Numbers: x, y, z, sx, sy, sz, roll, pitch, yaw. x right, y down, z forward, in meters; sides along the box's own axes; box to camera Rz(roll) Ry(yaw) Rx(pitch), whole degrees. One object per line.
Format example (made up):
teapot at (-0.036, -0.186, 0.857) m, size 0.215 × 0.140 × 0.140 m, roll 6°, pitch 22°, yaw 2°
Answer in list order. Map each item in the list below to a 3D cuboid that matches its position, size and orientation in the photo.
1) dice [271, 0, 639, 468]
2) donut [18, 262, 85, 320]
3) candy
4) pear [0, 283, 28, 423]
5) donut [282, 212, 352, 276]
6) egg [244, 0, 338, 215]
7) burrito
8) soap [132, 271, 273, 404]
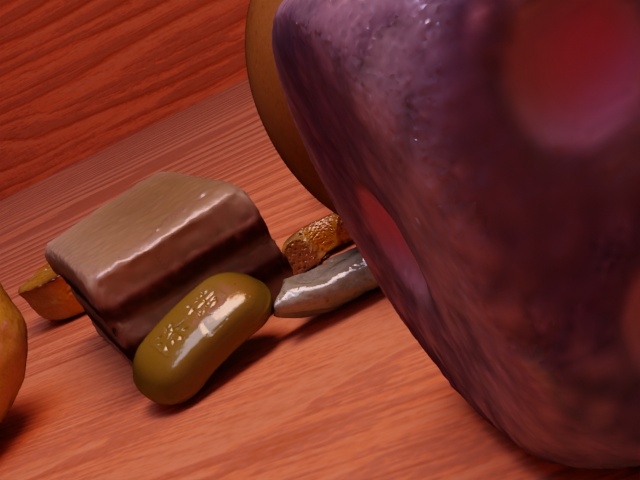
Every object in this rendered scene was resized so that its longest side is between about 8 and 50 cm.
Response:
dice at (0.149, -0.067, 0.568) m, size 0.271 × 0.270 × 0.270 m, roll -30°, pitch 14°, yaw -7°
donut at (-0.307, 0.040, 1.445) m, size 0.190 × 0.075 × 0.174 m, roll -40°, pitch 19°, yaw -24°
candy at (-0.166, 0.025, 1.115) m, size 0.179 × 0.135 × 0.320 m, roll -34°, pitch 15°, yaw -14°
pear at (-0.427, 0.117, 1.053) m, size 0.271 × 0.271 × 0.271 m, roll -27°, pitch 15°, yaw 8°
donut at (0.000, 0.000, 1.080) m, size 0.083 × 0.038 × 0.067 m, roll -25°, pitch 12°, yaw 19°
egg at (0.065, -0.147, 0.934) m, size 0.250 × 0.322 × 0.250 m, roll -27°, pitch -27°, yaw -15°
burrito at (0.012, 0.036, 0.924) m, size 0.118 × 0.044 × 0.074 m, roll -27°, pitch 12°, yaw 0°
soap at (-0.103, 0.081, 0.927) m, size 0.140 × 0.045 × 0.089 m, roll -46°, pitch 41°, yaw -15°
